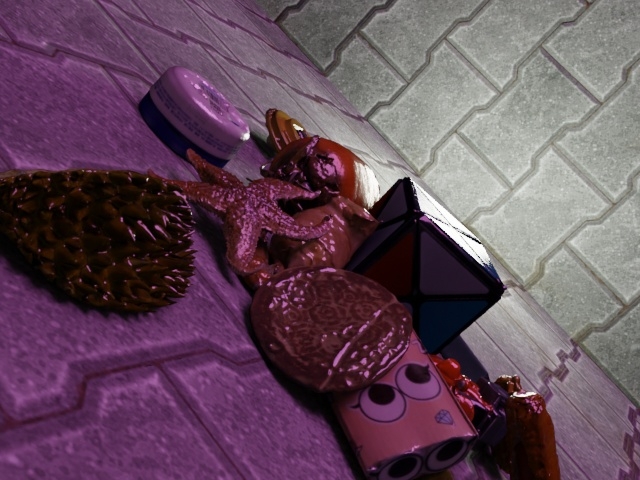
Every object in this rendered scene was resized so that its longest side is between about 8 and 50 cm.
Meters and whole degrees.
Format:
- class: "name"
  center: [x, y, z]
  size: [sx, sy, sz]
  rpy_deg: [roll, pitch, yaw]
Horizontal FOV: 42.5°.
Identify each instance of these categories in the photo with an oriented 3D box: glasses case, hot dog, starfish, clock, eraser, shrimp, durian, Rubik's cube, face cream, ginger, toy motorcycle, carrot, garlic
- class: "glasses case"
  center: [0.287, 0.232, 1.853]
  size: [0.266, 0.056, 0.105]
  rpy_deg: [57, -5, 37]
- class: "hot dog"
  center: [0.344, 0.383, 1.292]
  size: [0.083, 0.068, 0.289]
  rpy_deg: [-7, 87, -33]
- class: "starfish"
  center: [-0.130, -0.070, 1.365]
  size: [0.302, 0.060, 0.299]
  rpy_deg: [30, 38, 3]
- class: "clock"
  center: [-0.054, -0.235, 2.053]
  size: [0.237, 0.057, 0.237]
  rpy_deg: [52, 19, -26]
- class: "eraser"
  center: [0.086, 0.211, 1.211]
  size: [0.171, 0.087, 0.291]
  rpy_deg: [-13, 43, -17]
- class: "shrimp"
  center: [-0.094, 0.038, 1.361]
  size: [0.101, 0.042, 0.190]
  rpy_deg: [27, 26, -26]
- class: "durian"
  center: [-0.260, -0.004, 1.013]
  size: [0.198, 0.163, 0.394]
  rpy_deg: [8, 1, 17]
- class: "Rubik's cube"
  center: [0.180, 0.058, 1.636]
  size: [0.246, 0.250, 0.248]
  rpy_deg: [40, 18, -15]
- class: "face cream"
  center: [-0.239, -0.239, 1.595]
  size: [0.206, 0.111, 0.206]
  rpy_deg: [42, 16, -15]
- class: "ginger"
  center: [0.000, 0.000, 1.508]
  size: [0.138, 0.152, 0.267]
  rpy_deg: [47, 47, 2]
- class: "toy motorcycle"
  center: [0.213, 0.266, 1.378]
  size: [0.325, 0.148, 0.221]
  rpy_deg: [31, 12, -38]
- class: "carrot"
  center: [-0.011, -0.118, 1.697]
  size: [0.214, 0.193, 0.331]
  rpy_deg: [51, 16, 12]
- class: "garlic"
  center: [-0.110, -0.245, 2.075]
  size: [0.053, 0.041, 0.083]
  rpy_deg: [43, 18, -57]

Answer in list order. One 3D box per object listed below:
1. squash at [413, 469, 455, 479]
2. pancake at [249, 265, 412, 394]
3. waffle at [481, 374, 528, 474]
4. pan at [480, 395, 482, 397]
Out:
- class: "squash"
  center: [0.163, 0.352, 1.166]
  size: [0.066, 0.066, 0.252]
  rpy_deg: [35, 18, -31]
- class: "pancake"
  center: [0.014, 0.120, 1.213]
  size: [0.249, 0.031, 0.250]
  rpy_deg: [5, 41, -5]
- class: "waffle"
  center: [0.343, 0.336, 1.517]
  size: [0.038, 0.191, 0.191]
  rpy_deg: [-2, 32, -14]
- class: "pan"
  center: [0.359, 0.371, 1.692]
  size: [0.235, 0.028, 0.136]
  rpy_deg: [35, 18, -20]
